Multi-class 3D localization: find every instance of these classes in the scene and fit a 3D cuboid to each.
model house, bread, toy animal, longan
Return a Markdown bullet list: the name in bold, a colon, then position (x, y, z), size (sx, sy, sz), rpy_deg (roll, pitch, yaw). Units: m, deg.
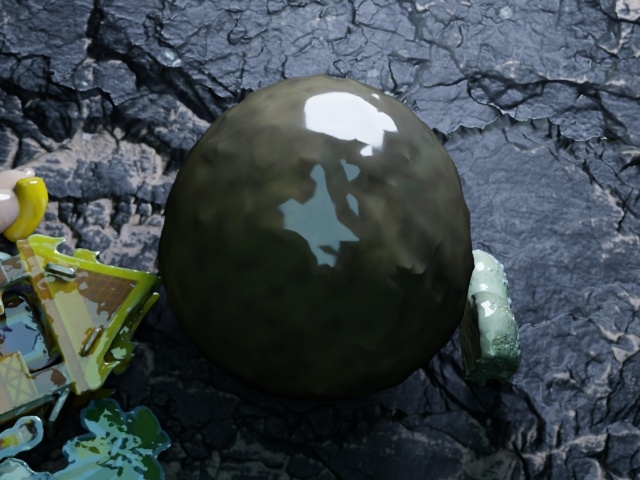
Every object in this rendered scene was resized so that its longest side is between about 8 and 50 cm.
- **model house**: position (-0.308, 0.160, 1.802), size (0.313, 0.242, 0.357), rpy_deg (-22, 74, -14)
- **bread**: position (0.211, 0.115, 1.900), size (0.064, 0.232, 0.172), rpy_deg (-2, 116, -1)
- **toy animal**: position (-0.408, -0.045, 1.941), size (0.114, 0.091, 0.082), rpy_deg (-26, 48, -24)
- **longan**: position (0.000, 0.000, 1.803), size (0.391, 0.391, 0.391), rpy_deg (1, 73, -4)
